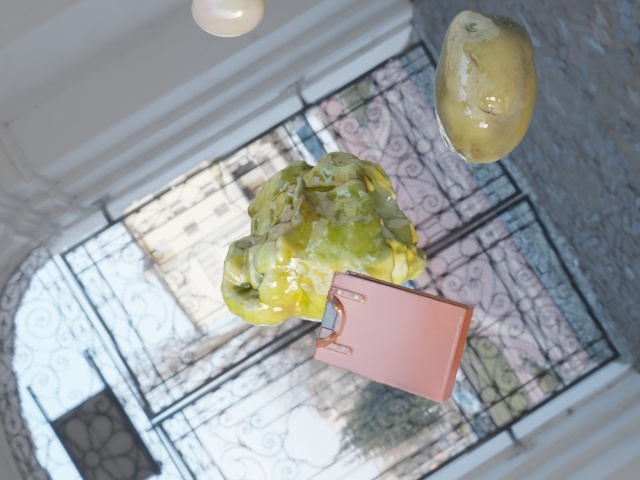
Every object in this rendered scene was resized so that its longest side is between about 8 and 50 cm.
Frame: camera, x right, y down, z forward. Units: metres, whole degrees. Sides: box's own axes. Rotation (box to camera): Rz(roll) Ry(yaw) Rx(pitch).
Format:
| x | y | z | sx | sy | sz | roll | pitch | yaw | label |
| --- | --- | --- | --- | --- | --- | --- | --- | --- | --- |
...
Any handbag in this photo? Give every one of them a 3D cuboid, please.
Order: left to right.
| x | y | z | sx | sy | sz | roll | pitch | yaw | label |
| --- | --- | --- | --- | --- | --- | --- | --- | --- | --- |
| 0.092 | 0.122 | 1.071 | 0.190 | 0.127 | 0.063 | 15 | -176 | 22 | handbag |

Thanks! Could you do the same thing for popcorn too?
| x | y | z | sx | sy | sz | roll | pitch | yaw | label |
| --- | --- | --- | --- | --- | --- | --- | --- | --- | --- |
| 0.009 | 0.010 | 1.391 | 0.293 | 0.292 | 0.334 | 47 | -153 | -8 | popcorn |

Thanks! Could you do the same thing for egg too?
| x | y | z | sx | sy | sz | roll | pitch | yaw | label |
| --- | --- | --- | --- | --- | --- | --- | --- | --- | --- |
| -0.163 | -0.412 | 1.437 | 0.103 | 0.135 | 0.103 | 0 | -90 | -70 | egg |

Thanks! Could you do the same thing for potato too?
| x | y | z | sx | sy | sz | roll | pitch | yaw | label |
| --- | --- | --- | --- | --- | --- | --- | --- | --- | --- |
| 0.355 | -0.330 | 1.756 | 0.243 | 0.221 | 0.326 | 26 | -107 | -80 | potato |
